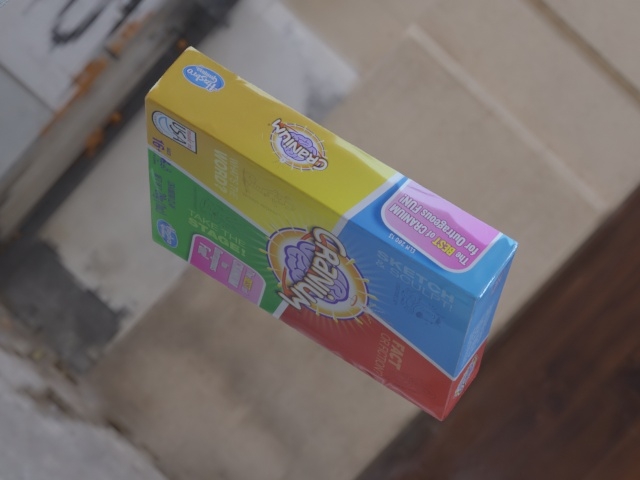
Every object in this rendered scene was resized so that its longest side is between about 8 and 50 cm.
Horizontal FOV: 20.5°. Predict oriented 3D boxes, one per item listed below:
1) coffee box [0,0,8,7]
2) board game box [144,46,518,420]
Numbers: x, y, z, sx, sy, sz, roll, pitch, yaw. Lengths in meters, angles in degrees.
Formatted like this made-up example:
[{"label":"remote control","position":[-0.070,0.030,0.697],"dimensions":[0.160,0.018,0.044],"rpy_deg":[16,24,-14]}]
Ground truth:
[{"label":"coffee box","position":[-0.246,-0.303,0.808],"dimensions":[0.337,0.334,0.338],"rpy_deg":[43,25,-29]},{"label":"board game box","position":[0.000,0.000,1.485],"dimensions":[0.316,0.064,0.242],"rpy_deg":[31,-26,14]}]
